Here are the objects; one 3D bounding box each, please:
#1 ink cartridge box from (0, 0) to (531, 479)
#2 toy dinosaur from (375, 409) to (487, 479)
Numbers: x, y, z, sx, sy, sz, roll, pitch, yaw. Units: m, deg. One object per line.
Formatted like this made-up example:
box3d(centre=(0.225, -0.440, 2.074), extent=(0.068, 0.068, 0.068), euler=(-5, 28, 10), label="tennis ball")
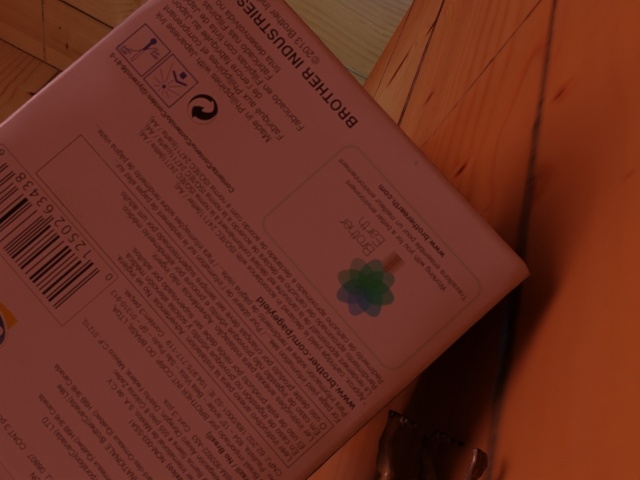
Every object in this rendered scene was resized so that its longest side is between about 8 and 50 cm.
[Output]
box3d(centre=(-0.116, 0.053, 0.382), extent=(0.395, 0.270, 0.151), euler=(-42, -3, -5), label="ink cartridge box")
box3d(centre=(0.041, 0.146, 0.319), extent=(0.093, 0.053, 0.183), euler=(-66, 7, -12), label="toy dinosaur")
